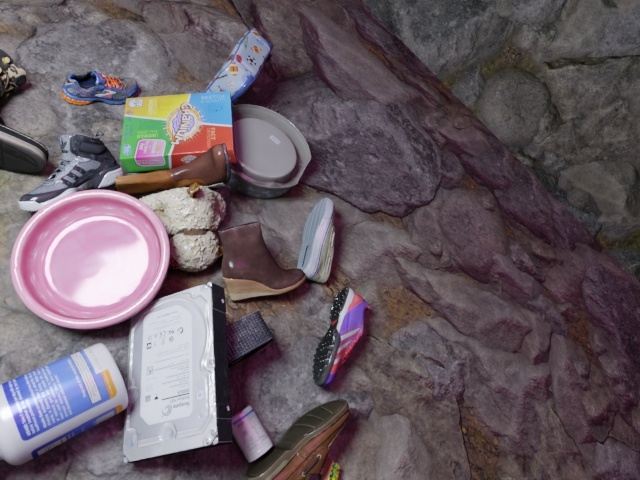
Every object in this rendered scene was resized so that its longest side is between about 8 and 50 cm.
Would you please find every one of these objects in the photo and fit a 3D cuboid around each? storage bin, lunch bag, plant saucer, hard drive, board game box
[{"bbox_3d":[-0.221,0.262,1.053,0.180,0.122,0.084,-24,75,-38],"label":"storage bin"},{"bbox_3d":[-0.291,-0.582,1.474,0.115,0.243,0.303,37,50,-22],"label":"lunch bag"},{"bbox_3d":[-0.523,0.045,0.990,0.332,0.084,0.332,4,68,-11],"label":"plant saucer"},{"bbox_3d":[-0.315,0.282,0.925,0.064,0.236,0.339,43,33,-58],"label":"hard drive"},{"bbox_3d":[-0.420,-0.331,1.266,0.316,0.064,0.242,-7,62,-6],"label":"board game box"}]

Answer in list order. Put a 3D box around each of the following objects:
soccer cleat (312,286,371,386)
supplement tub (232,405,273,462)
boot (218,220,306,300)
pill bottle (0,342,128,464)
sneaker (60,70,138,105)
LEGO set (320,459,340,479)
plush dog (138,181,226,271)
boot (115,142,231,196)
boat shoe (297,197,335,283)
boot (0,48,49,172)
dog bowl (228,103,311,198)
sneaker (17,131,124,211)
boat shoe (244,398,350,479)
[{"bbox_3d":[0.069,0.285,1.227,0.116,0.108,0.318,34,47,-13],"label":"soccer cleat"},{"bbox_3d":[-0.168,0.455,0.998,0.071,0.071,0.107,-25,77,-39],"label":"supplement tub"},{"bbox_3d":[-0.158,0.049,1.190,0.248,0.090,0.207,-11,104,-28],"label":"boot"},{"bbox_3d":[-0.534,0.323,0.811,0.272,0.152,0.152,-21,74,-38],"label":"pill bottle"},{"bbox_3d":[-0.659,-0.465,1.275,0.221,0.087,0.083,-25,77,-39],"label":"sneaker"},{"bbox_3d":[-0.017,0.633,0.951,0.287,0.107,0.132,-27,77,-39],"label":"LEGO set"},{"bbox_3d":[-0.345,-0.027,1.139,0.262,0.210,0.226,-9,90,-35],"label":"plush dog"},{"bbox_3d":[-0.398,-0.184,1.127,0.280,0.264,0.096,-9,89,-31],"label":"boot"},{"bbox_3d":[0.000,0.000,1.378,0.094,0.109,0.302,33,57,-29],"label":"boat shoe"},{"bbox_3d":[-0.840,-0.348,1.068,0.377,0.138,0.284,19,53,-11],"label":"boot"},{"bbox_3d":[-0.207,-0.294,1.426,0.348,0.102,0.349,15,55,-23],"label":"dog bowl"},{"bbox_3d":[-0.640,-0.182,1.057,0.268,0.101,0.153,-42,130,-45],"label":"sneaker"},{"bbox_3d":[-0.037,0.512,1.027,0.307,0.110,0.105,-28,94,-32],"label":"boat shoe"}]
